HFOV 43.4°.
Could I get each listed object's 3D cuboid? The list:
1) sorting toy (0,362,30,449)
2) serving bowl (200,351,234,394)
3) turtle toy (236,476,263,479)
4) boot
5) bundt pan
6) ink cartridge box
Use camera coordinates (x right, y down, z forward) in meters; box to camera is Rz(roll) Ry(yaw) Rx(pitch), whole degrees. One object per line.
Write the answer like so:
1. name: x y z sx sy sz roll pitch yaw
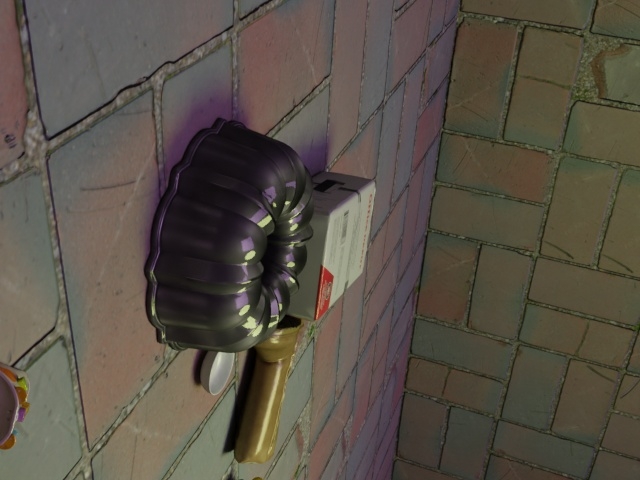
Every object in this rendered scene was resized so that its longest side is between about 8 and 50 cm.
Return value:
1. sorting toy: -0.289 0.153 0.745 0.075 0.044 0.083 -177 -79 -87
2. serving bowl: -0.161 0.190 1.218 0.083 0.027 0.083 14 90 -75
3. turtle toy: -0.148 0.482 1.437 0.130 0.066 0.095 -50 150 -56
4. boot: -0.098 0.257 1.385 0.236 0.089 0.270 5 100 -74
5. bundt pan: -0.101 0.008 1.097 0.331 0.124 0.331 15 90 -75
6. ink cartridge box: 0.000 0.000 1.449 0.273 0.114 0.197 -37 137 -65
